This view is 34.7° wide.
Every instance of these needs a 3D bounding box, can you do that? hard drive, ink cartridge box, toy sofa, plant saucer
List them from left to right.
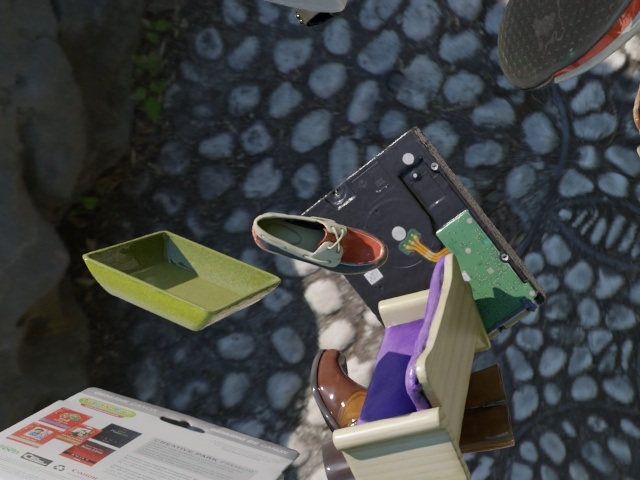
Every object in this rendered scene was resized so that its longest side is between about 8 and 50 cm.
[{"bbox_3d":[-0.212,0.300,1.164,0.309,0.272,0.130,15,105,18],"label":"ink cartridge box"},{"bbox_3d":[-0.171,0.054,1.273,0.188,0.188,0.045,21,108,19],"label":"plant saucer"},{"bbox_3d":[0.128,0.176,1.424,0.150,0.362,0.177,-17,111,21],"label":"toy sofa"},{"bbox_3d":[0.160,0.023,1.609,0.237,0.064,0.339,-38,90,20],"label":"hard drive"}]

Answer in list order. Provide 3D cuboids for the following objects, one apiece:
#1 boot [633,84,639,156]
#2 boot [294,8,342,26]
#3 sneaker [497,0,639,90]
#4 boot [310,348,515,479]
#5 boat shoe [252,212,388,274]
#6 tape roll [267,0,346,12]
[{"bbox_3d":[0.183,-0.019,0.423,0.073,0.197,0.152,-42,98,12],"label":"boot"},{"bbox_3d":[-0.048,-0.363,1.514,0.198,0.076,0.137,-21,81,57],"label":"boot"},{"bbox_3d":[0.243,-0.185,0.668,0.270,0.145,0.090,-50,48,48],"label":"sneaker"},{"bbox_3d":[0.132,0.229,1.527,0.280,0.264,0.096,-20,124,9],"label":"boot"},{"bbox_3d":[0.000,0.000,1.003,0.137,0.043,0.049,12,71,2],"label":"boat shoe"},{"bbox_3d":[-0.092,-0.355,1.179,0.286,0.286,0.100,17,94,13],"label":"tape roll"}]
